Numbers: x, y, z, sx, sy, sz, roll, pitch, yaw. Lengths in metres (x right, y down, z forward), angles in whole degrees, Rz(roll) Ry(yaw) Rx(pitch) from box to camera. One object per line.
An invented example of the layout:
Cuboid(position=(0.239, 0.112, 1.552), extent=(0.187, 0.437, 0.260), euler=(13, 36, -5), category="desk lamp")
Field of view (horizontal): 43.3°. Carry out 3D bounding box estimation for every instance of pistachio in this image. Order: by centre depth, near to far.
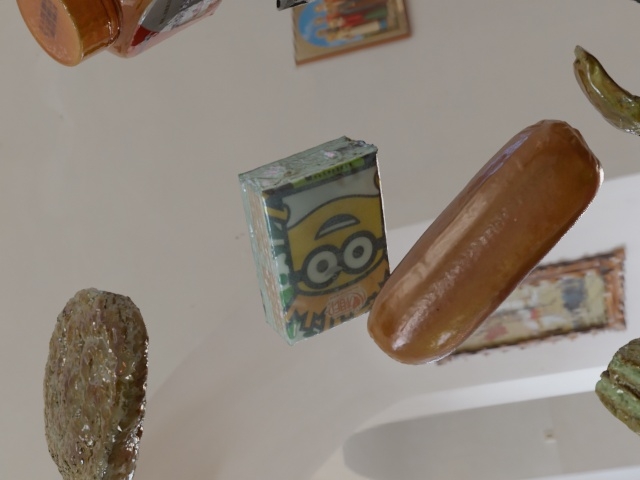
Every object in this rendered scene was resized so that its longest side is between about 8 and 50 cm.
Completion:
Cuboid(position=(0.369, -0.178, 1.018), extent=(0.173, 0.049, 0.089), euler=(30, -161, -26), category="pistachio")

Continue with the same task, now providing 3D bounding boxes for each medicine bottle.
Cuboid(position=(-0.197, -0.276, 0.847), extent=(0.112, 0.149, 0.222), euler=(50, -122, -1), category="medicine bottle")

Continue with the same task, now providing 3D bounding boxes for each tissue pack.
Cuboid(position=(0.000, 0.000, 1.398), extent=(0.128, 0.228, 0.310), euler=(36, 142, 53), category="tissue pack")

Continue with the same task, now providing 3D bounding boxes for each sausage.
Cuboid(position=(0.148, 0.008, 0.750), extent=(0.105, 0.274, 0.105), euler=(34, -161, -13), category="sausage")

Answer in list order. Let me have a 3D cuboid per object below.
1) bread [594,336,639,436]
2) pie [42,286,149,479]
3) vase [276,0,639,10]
Cuboid(position=(0.405, 0.146, 0.858), extent=(0.138, 0.196, 0.102), euler=(29, 125, 53), category="bread")
Cuboid(position=(-0.191, 0.139, 0.710), extent=(0.163, 0.079, 0.193), euler=(12, 97, 60), category="pie")
Cuboid(position=(0.094, -0.189, 0.487), extent=(0.115, 0.238, 0.115), euler=(-179, 90, -84), category="vase")
